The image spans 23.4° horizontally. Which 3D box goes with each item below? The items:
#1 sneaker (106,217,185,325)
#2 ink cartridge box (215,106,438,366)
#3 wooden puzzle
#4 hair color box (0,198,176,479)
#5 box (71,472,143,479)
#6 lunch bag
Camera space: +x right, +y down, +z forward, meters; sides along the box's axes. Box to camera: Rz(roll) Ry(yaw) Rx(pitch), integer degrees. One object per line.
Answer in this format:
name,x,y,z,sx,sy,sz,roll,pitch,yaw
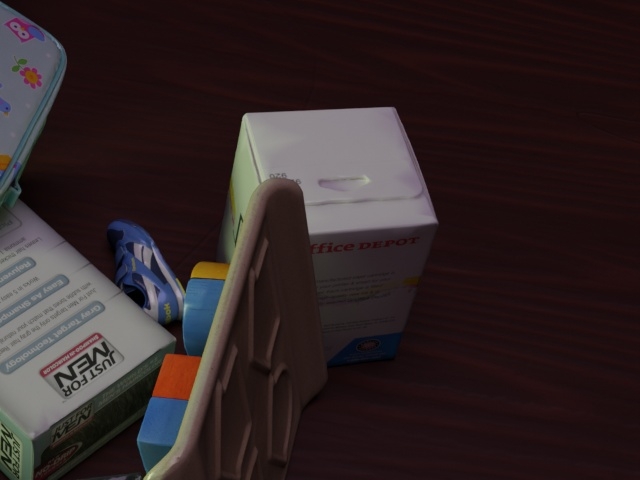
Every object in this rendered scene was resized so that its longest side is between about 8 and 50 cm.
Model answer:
sneaker,-0.198,0.034,1.655,0.059,0.053,0.144,-22,57,-26
ink cartridge box,0.000,0.000,1.608,0.171,0.232,0.168,-5,51,-17
wooden puzzle,-0.085,0.164,1.401,0.080,0.322,0.348,8,48,15
hair color box,-0.343,0.062,1.559,0.374,0.113,0.185,39,53,21
box,-0.269,0.312,1.328,0.247,0.163,0.142,-4,55,-16
lunch bag,-0.385,-0.130,1.549,0.224,0.108,0.279,31,48,-14
